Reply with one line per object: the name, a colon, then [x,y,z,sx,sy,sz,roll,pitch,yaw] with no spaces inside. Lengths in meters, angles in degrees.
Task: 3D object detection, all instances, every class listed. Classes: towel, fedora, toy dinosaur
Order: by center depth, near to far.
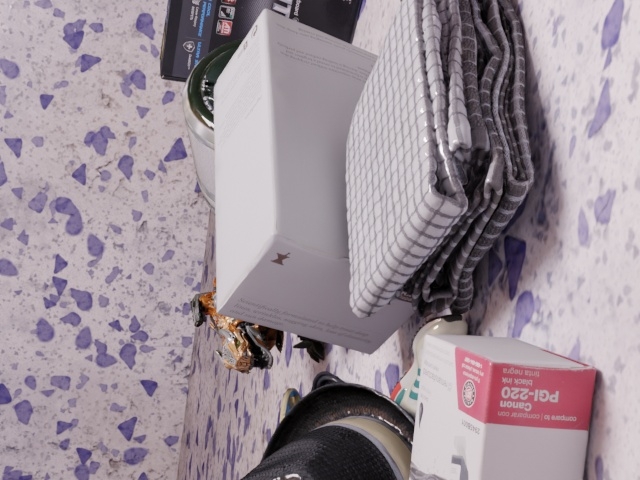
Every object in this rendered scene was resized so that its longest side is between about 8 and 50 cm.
towel: [0.115,-0.086,0.995,0.235,0.121,0.283,117,157,-52]
fedora: [-0.015,0.311,1.036,0.334,0.153,0.334,0,90,47]
toy dinosaur: [-0.092,0.083,1.564,0.164,0.218,0.322,111,160,-49]

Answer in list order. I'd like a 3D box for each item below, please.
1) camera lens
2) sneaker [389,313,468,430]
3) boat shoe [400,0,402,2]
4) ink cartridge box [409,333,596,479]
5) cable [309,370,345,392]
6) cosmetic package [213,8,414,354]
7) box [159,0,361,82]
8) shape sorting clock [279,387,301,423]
camera lens: [-0.090,-0.155,1.563,0.274,0.219,0.219,88,179,-56]
sneaker: [0.121,0.145,1.024,0.075,0.057,0.161,62,146,38]
boat shoe: [0.125,-0.272,1.060,0.153,0.048,0.056,137,134,-73]
ink cartridge box: [0.137,0.194,0.827,0.158,0.092,0.217,-168,83,-77]
cable: [0.010,0.261,1.429,0.184,0.047,0.150,141,133,-71]
cosmetic package: [-0.005,-0.076,1.228,0.156,0.217,0.385,-49,32,41]
box: [-0.087,-0.375,1.584,0.073,0.293,0.295,-101,22,-55]
shape sorting clock: [-0.034,0.318,1.484,0.206,0.040,0.206,-2,-90,-84]
